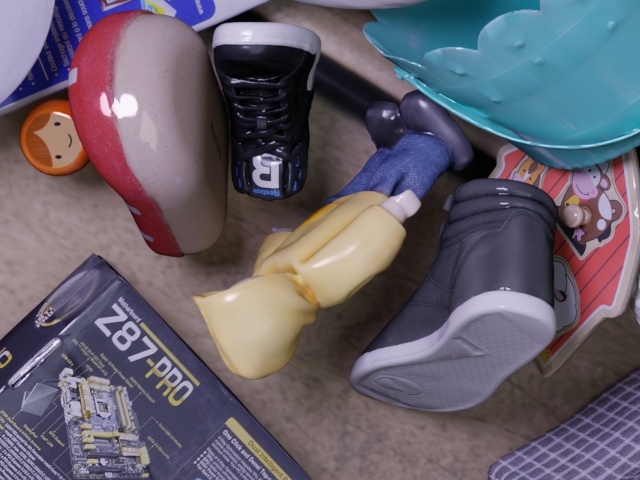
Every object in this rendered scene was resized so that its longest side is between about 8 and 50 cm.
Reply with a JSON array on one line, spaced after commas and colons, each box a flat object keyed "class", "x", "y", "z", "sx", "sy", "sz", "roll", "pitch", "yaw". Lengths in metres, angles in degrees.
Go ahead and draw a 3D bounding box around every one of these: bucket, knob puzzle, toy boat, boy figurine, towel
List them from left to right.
[{"class": "toy boat", "x": -0.155, "y": -0.080, "z": 1.371, "sx": 0.151, "sy": 0.231, "sz": 0.151, "roll": -1, "pitch": 70, "yaw": 5}, {"class": "boy figurine", "x": 0.000, "y": 0.000, "z": 1.456, "sx": 0.285, "sy": 0.177, "sz": 0.092, "roll": -45, "pitch": 110, "yaw": -29}, {"class": "knob puzzle", "x": 0.194, "y": -0.011, "z": 1.499, "sx": 0.030, "sy": 0.213, "sz": 0.213, "roll": 4, "pitch": 102, "yaw": -42}, {"class": "bucket", "x": 0.193, "y": -0.203, "z": 1.443, "sx": 0.183, "sy": 0.281, "sz": 0.281, "roll": 37, "pitch": 88, "yaw": -29}, {"class": "towel", "x": 0.307, "y": 0.208, "z": 1.606, "sx": 0.284, "sy": 0.235, "sz": 0.121, "roll": -26, "pitch": 109, "yaw": -16}]

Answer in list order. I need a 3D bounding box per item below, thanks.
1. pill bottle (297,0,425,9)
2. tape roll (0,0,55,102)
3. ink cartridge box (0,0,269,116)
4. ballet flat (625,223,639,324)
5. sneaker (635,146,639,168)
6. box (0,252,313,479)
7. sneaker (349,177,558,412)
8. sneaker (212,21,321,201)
[{"class": "pill bottle", "x": 0.028, "y": -0.327, "z": 1.369, "sx": 0.162, "sy": 0.162, "sz": 0.278, "roll": 8, "pitch": 83, "yaw": -24}, {"class": "tape roll", "x": -0.303, "y": -0.185, "z": 1.278, "sx": 0.219, "sy": 0.072, "sz": 0.219, "roll": -6, "pitch": 106, "yaw": -21}, {"class": "ink cartridge box", "x": -0.216, "y": -0.206, "z": 1.381, "sx": 0.371, "sy": 0.069, "sz": 0.175, "roll": -26, "pitch": 112, "yaw": -17}, {"class": "ballet flat", "x": 0.391, "y": 0.053, "z": 1.600, "sx": 0.409, "sy": 0.147, "sz": 0.147, "roll": 11, "pitch": 100, "yaw": -44}, {"class": "sneaker", "x": 0.221, "y": -0.023, "z": 1.574, "sx": 0.107, "sy": 0.118, "sz": 0.279, "roll": 26, "pitch": 93, "yaw": -25}, {"class": "box", "x": -0.168, "y": 0.258, "z": 1.501, "sx": 0.318, "sy": 0.097, "sz": 0.395, "roll": -44, "pitch": 115, "yaw": -5}, {"class": "sneaker", "x": 0.117, "y": 0.045, "z": 1.500, "sx": 0.105, "sy": 0.296, "sz": 0.147, "roll": 20, "pitch": 63, "yaw": -16}, {"class": "sneaker", "x": -0.038, "y": -0.093, "z": 1.392, "sx": 0.079, "sy": 0.217, "sz": 0.121, "roll": 1, "pitch": 85, "yaw": 6}]
